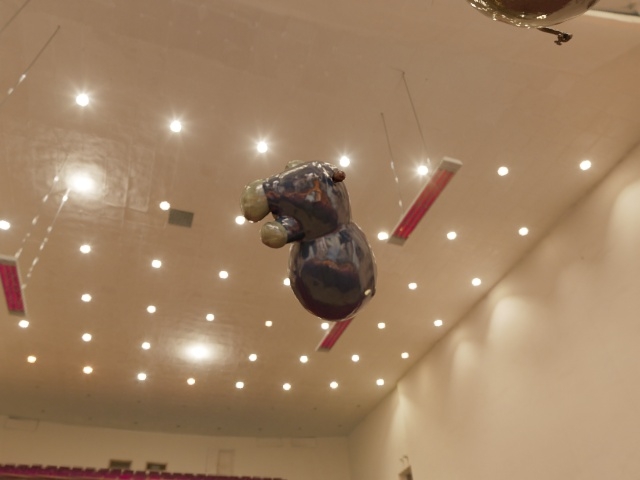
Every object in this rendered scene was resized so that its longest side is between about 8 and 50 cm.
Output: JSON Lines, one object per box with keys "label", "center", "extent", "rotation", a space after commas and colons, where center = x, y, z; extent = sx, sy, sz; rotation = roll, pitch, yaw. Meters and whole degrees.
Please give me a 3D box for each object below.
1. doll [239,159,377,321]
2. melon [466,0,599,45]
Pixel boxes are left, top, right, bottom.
{"label": "doll", "center": [0.000, 0.000, 0.759], "extent": [0.154, 0.228, 0.258], "rotation": [-9, -75, 28]}
{"label": "melon", "center": [0.302, -0.434, 0.629], "extent": [0.272, 0.271, 0.308], "rotation": [8, -29, -12]}
